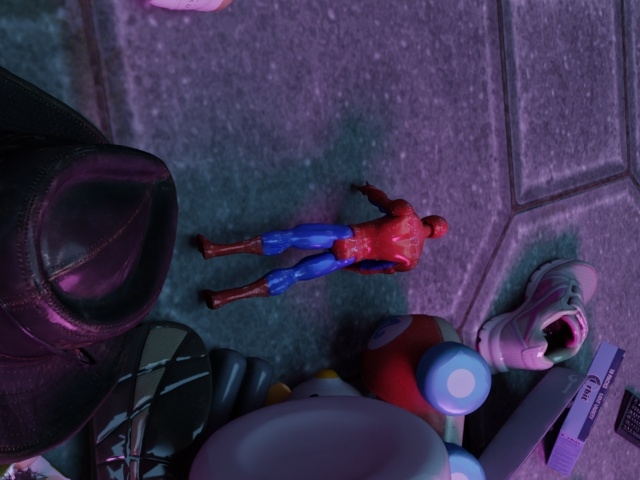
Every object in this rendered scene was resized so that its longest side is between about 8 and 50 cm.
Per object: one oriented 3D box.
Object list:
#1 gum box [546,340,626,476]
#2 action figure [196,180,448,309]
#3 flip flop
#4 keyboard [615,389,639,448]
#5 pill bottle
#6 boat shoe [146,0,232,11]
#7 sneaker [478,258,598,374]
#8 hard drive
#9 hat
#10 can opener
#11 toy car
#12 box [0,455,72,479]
[{"bbox_3d":[0.402,0.259,1.221,0.157,0.041,0.184,-56,157,-21],"label":"gum box"},{"bbox_3d":[0.000,0.000,0.889,0.280,0.139,0.092,-10,105,-17],"label":"action figure"},{"bbox_3d":[-0.163,0.215,0.758,0.112,0.080,0.277,2,79,-19],"label":"flip flop"},{"bbox_3d":[0.597,0.325,1.464,0.180,0.023,0.108,34,72,-38],"label":"keyboard"},{"bbox_3d":[0.014,0.372,0.737,0.229,0.229,0.408,-16,108,-38],"label":"pill bottle"},{"bbox_3d":[-0.136,-0.349,0.719,0.096,0.098,0.277,-15,105,-40],"label":"boat shoe"},{"bbox_3d":[0.344,0.116,1.167,0.252,0.111,0.103,-39,118,-31],"label":"sneaker"},{"bbox_3d":[0.261,0.290,1.099,0.254,0.054,0.172,-42,157,-27],"label":"hard drive"},{"bbox_3d":[-0.190,-0.009,0.601,0.331,0.134,0.331,46,36,-48],"label":"hat"},{"bbox_3d":[-0.108,0.252,0.814,0.074,0.093,0.280,26,73,-38],"label":"can opener"},{"bbox_3d":[0.035,0.186,0.889,0.237,0.219,0.210,2,93,-12],"label":"toy car"},{"bbox_3d":[-0.305,0.279,0.663,0.232,0.058,0.087,-53,125,-23],"label":"box"}]
